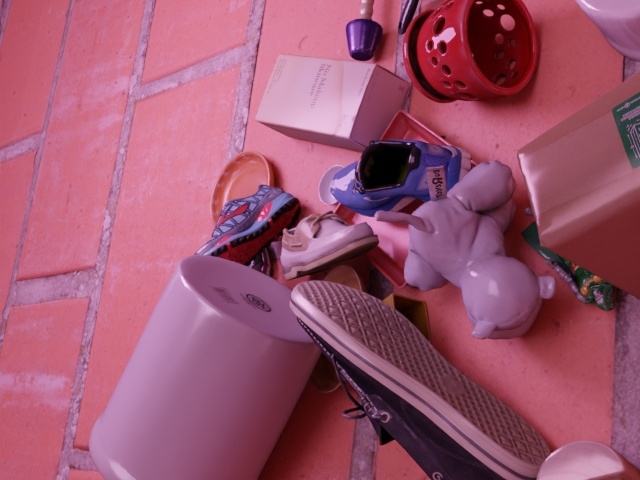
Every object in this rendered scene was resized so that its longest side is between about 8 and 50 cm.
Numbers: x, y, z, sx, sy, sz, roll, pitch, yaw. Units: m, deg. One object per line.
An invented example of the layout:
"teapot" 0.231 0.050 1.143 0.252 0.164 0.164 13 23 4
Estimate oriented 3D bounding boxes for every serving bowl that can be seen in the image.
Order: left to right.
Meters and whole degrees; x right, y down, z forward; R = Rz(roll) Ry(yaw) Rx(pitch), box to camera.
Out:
"serving bowl" 0.035 -0.108 1.903 0.083 0.027 0.083 -20 61 41

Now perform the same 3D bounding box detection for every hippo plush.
"hippo plush" 0.266 0.021 1.469 0.234 0.294 0.236 -41 64 -6

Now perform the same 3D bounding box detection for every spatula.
"spatula" 0.215 -0.531 1.827 0.296 0.030 0.084 -62 31 25

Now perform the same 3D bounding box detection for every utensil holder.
"utensil holder" -0.199 0.266 1.753 0.327 0.327 0.385 43 110 46

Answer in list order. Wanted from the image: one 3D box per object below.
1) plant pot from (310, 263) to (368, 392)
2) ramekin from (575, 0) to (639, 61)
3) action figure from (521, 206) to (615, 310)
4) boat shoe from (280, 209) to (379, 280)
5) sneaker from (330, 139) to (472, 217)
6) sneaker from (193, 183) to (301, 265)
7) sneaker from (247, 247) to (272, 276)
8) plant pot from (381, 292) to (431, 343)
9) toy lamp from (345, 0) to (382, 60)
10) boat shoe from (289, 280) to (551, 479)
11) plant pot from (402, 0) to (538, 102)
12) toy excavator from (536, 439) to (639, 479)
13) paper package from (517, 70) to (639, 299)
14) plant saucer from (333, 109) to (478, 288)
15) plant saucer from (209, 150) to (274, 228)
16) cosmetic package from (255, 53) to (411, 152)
"plant pot" 0.036 0.162 1.742 0.236 0.032 0.236 -168 90 -68
"ramekin" 0.515 -0.425 1.448 0.277 0.135 0.277 -21 60 40
"action figure" 0.389 0.018 1.452 0.137 0.063 0.232 -56 38 31
"boat shoe" 0.000 0.000 1.770 0.302 0.113 0.103 -23 81 59
"sneaker" 0.109 -0.123 1.658 0.330 0.147 0.130 -10 66 57
"sneaker" -0.169 -0.022 1.952 0.262 0.104 0.125 -36 54 -25
"sneaker" -0.195 0.107 1.954 0.106 0.162 0.281 -11 67 44
"plant pot" 0.131 0.150 1.661 0.083 0.081 0.081 -32 53 42
"toy lamp" 0.097 -0.502 1.961 0.080 0.080 0.275 -11 68 44
"boat shoe" 0.125 0.240 1.492 0.500 0.187 0.156 39 118 24
"plant pot" 0.253 -0.329 1.651 0.174 0.191 0.191 -9 67 53
"toy excavator" 0.329 0.546 1.229 0.445 0.222 0.433 -43 46 7
"paper package" 0.468 -0.084 1.227 0.325 0.309 0.168 -32 53 32
"plant saucer" 0.160 -0.075 1.745 0.259 0.047 0.258 -58 43 13
"plant saucer" -0.169 -0.100 2.107 0.200 0.037 0.200 -20 60 39
"cosmetic package" 0.020 -0.278 1.927 0.309 0.113 0.160 17 86 49
